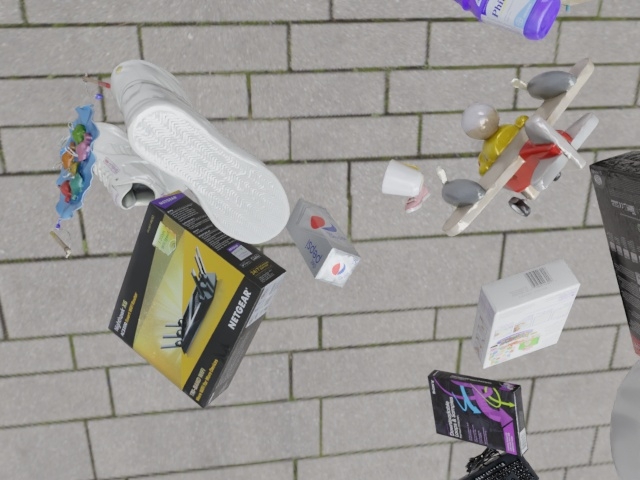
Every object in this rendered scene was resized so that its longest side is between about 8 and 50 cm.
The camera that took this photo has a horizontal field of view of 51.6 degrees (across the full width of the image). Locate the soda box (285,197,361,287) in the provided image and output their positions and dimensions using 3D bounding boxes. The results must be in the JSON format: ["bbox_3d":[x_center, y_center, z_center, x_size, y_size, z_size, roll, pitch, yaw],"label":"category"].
[{"bbox_3d":[0.000,0.000,1.739,0.091,0.286,0.098,20,111,-29],"label":"soda box"}]

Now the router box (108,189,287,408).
[{"bbox_3d":[-0.224,0.106,1.149,0.243,0.081,0.308,36,123,13],"label":"router box"}]

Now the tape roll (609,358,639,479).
[{"bbox_3d":[0.521,0.254,0.824,0.286,0.100,0.286,0,84,-2],"label":"tape roll"}]

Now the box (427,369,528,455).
[{"bbox_3d":[0.259,0.284,1.102,0.029,0.162,0.116,-24,108,-44],"label":"box"}]

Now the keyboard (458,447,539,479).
[{"bbox_3d":[0.305,0.437,1.211,0.038,0.100,0.192,-17,153,-41],"label":"keyboard"}]

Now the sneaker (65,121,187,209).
[{"bbox_3d":[-0.425,-0.153,1.389,0.305,0.152,0.114,19,143,15],"label":"sneaker"}]

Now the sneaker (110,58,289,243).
[{"bbox_3d":[-0.155,-0.122,0.879,0.108,0.169,0.292,-38,138,4],"label":"sneaker"}]

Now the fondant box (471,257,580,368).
[{"bbox_3d":[0.551,0.208,1.816,0.238,0.096,0.330,-18,143,-6],"label":"fondant box"}]

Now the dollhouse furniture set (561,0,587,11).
[{"bbox_3d":[0.613,-0.724,1.720,0.303,0.286,0.198,3,93,-32],"label":"dollhouse furniture set"}]

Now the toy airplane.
[{"bbox_3d":[0.431,-0.213,1.472,0.272,0.386,0.384,40,133,8],"label":"toy airplane"}]

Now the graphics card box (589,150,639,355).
[{"bbox_3d":[0.562,0.045,1.075,0.094,0.233,0.370,-19,100,4],"label":"graphics card box"}]

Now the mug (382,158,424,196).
[{"bbox_3d":[0.152,-0.113,1.179,0.064,0.062,0.078,17,71,14],"label":"mug"}]

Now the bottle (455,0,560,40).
[{"bbox_3d":[0.429,-0.581,1.600,0.092,0.283,0.118,4,116,-59],"label":"bottle"}]

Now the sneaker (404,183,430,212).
[{"bbox_3d":[0.268,-0.133,1.907,0.051,0.134,0.070,-17,108,40],"label":"sneaker"}]

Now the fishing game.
[{"bbox_3d":[-0.378,-0.121,0.998,0.041,0.189,0.264,11,101,-34],"label":"fishing game"}]
